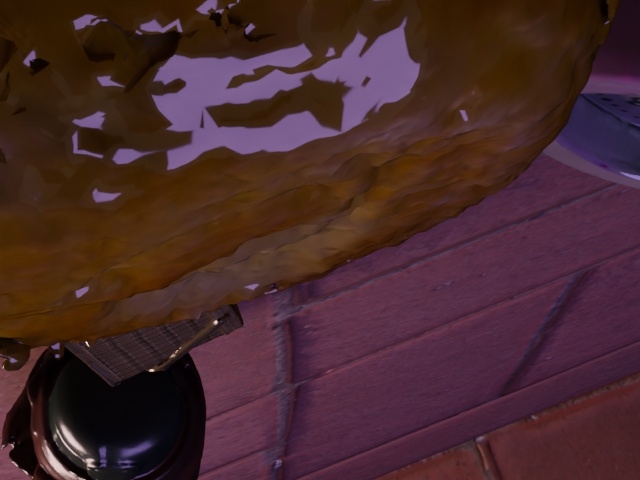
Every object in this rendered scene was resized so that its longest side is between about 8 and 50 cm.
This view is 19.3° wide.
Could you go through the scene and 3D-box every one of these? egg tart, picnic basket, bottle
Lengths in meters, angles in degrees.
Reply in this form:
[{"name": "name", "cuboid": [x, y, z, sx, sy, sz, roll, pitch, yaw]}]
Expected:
[{"name": "egg tart", "cuboid": [-0.051, -0.078, 0.628, 0.443, 0.178, 0.443, -20, 167, -5]}, {"name": "picnic basket", "cuboid": [-0.102, -0.001, 0.962, 0.079, 0.115, 0.164, -22, 166, 0]}, {"name": "bottle", "cuboid": [-0.151, 0.137, 1.329, 0.143, 0.156, 0.271, 4, 166, -5]}]

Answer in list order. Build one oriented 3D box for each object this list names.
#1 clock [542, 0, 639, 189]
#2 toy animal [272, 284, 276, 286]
[{"name": "clock", "cuboid": [0.250, -0.081, 0.930, 0.338, 0.102, 0.338, 11, 175, 1]}, {"name": "toy animal", "cuboid": [-0.020, -0.024, 1.156, 0.108, 0.062, 0.220, -45, 161, 10]}]
